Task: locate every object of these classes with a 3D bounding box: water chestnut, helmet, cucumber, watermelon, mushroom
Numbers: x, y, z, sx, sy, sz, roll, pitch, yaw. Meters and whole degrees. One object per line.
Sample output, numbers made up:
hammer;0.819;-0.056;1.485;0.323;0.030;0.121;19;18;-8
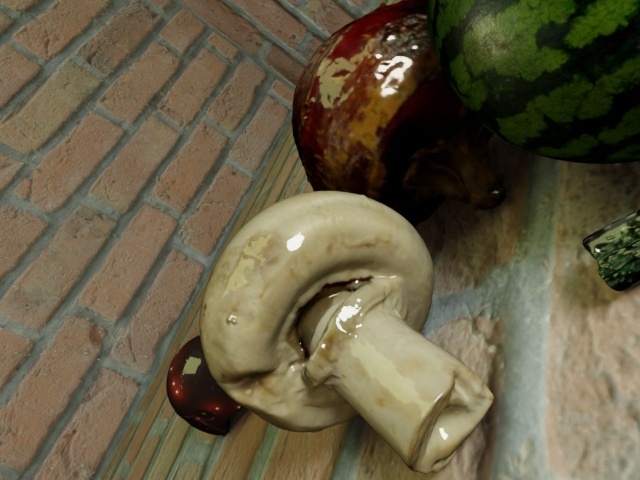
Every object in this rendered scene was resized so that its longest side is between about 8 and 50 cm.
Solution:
water chestnut;0.137;-0.152;0.628;0.302;0.350;0.351;42;102;30
helmet;-0.226;0.294;0.957;0.215;0.193;0.189;-14;36;22
cucumber;0.285;-0.022;0.318;0.187;0.058;0.058;-41;24;45
watermelon;0.242;-0.208;0.371;0.285;0.285;0.285;-49;19;24
mushroom;0.025;0.100;0.479;0.293;0.292;0.290;-57;35;2
